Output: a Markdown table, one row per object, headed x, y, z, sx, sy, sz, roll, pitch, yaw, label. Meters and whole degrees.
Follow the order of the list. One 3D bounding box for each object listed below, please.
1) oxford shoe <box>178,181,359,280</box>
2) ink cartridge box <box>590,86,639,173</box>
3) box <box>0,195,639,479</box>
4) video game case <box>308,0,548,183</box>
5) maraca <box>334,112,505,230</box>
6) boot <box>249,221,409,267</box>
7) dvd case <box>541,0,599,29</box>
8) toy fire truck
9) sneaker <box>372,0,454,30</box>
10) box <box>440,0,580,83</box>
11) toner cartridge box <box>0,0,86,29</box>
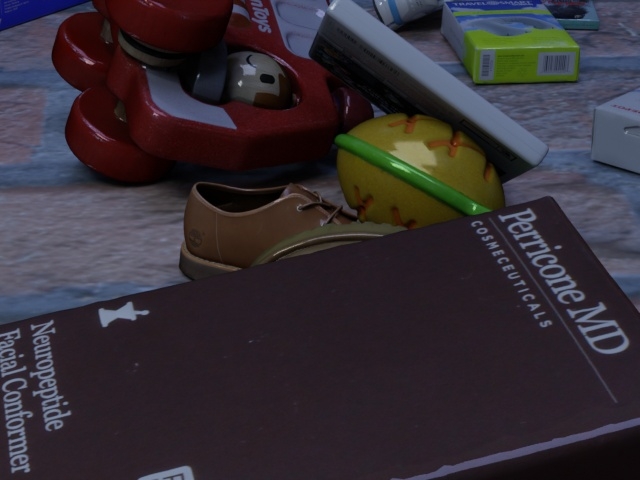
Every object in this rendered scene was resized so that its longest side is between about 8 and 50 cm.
| x | y | z | sx | sy | sz | roll | pitch | yaw | label |
| --- | --- | --- | --- | --- | --- | --- | --- | --- | --- |
| 0.000 | 0.000 | 1.113 | 0.212 | 0.076 | 0.076 | 8 | 24 | 12 | oxford shoe |
| 0.303 | -0.097 | 1.359 | 0.089 | 0.052 | 0.122 | 21 | 30 | 37 | ink cartridge box |
| -0.038 | 0.118 | 0.697 | 0.382 | 0.143 | 0.191 | -12 | 32 | -9 | box |
| 0.078 | -0.110 | 1.209 | 0.190 | 0.022 | 0.173 | 36 | -6 | -2 | video game case |
| 0.090 | -0.031 | 1.155 | 0.186 | 0.099 | 0.127 | 30 | 4 | 23 | maraca |
| 0.071 | 0.084 | 0.917 | 0.236 | 0.089 | 0.269 | -1 | 27 | -2 | boot |
| 0.263 | -0.260 | 1.758 | 0.087 | 0.013 | 0.119 | 2 | 24 | 3 | dvd case |
| -0.083 | -0.163 | 1.347 | 0.254 | 0.169 | 0.302 | 8 | 36 | -22 | toy fire truck |
| 0.129 | -0.285 | 1.721 | 0.083 | 0.071 | 0.190 | -10 | 25 | 29 | sneaker |
| 0.191 | -0.208 | 1.609 | 0.109 | 0.042 | 0.178 | -2 | 26 | -7 | box |
| -0.370 | -0.305 | 1.656 | 0.075 | 0.165 | 0.348 | 15 | 28 | 31 | toner cartridge box |
